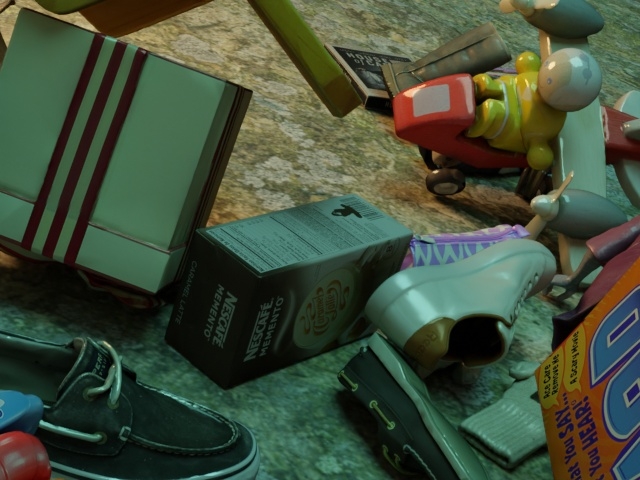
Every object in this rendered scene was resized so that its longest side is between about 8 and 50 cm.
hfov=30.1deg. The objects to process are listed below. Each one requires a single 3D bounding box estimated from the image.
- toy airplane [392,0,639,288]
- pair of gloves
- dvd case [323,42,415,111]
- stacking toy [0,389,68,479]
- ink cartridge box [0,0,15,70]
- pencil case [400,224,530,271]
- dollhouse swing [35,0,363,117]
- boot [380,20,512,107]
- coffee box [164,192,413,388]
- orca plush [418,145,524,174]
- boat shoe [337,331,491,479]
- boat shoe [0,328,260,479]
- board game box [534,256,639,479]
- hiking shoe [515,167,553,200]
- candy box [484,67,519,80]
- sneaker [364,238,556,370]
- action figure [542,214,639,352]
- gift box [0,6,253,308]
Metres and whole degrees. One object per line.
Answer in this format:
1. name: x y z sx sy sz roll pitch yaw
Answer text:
1. toy airplane: 0.348 -0.174 1.687 0.384 0.272 0.386 -41 78 -21
2. pair of gloves: 0.186 0.145 1.309 0.204 0.042 0.240 -8 35 -41
3. dvd case: 0.121 -0.286 2.129 0.179 0.030 0.239 5 30 -24
4. stacking toy: -0.173 0.259 0.783 0.302 0.166 0.175 41 28 13
5. ink cartridge box: -0.479 -0.116 1.193 0.324 0.071 0.330 -18 22 15
6. pencil case: 0.163 0.021 1.487 0.206 0.088 0.086 -3 35 -37
7. dollhouse swing: -0.158 -0.228 1.302 0.315 0.305 0.347 -22 7 0
8. boot: 0.214 -0.265 1.956 0.208 0.076 0.190 -15 51 1
9. coffee box: -0.029 0.047 1.260 0.098 0.141 0.246 36 32 31
10. orca plush: 0.276 -0.174 1.919 0.287 0.102 0.151 0 31 -32
11. boat shoe: 0.088 0.184 1.150 0.081 0.068 0.228 42 8 -41
12. boat shoe: -0.206 0.141 0.990 0.335 0.119 0.121 11 27 -12
13. board game box: 0.435 0.167 0.953 0.356 0.356 0.356 33 24 -11
14. hiking shoe: 0.405 -0.093 1.882 0.114 0.086 0.227 40 42 24
15. candy box: 0.328 -0.257 2.088 0.164 0.070 0.196 5 15 -7
16. sneaker: 0.180 0.082 1.297 0.290 0.106 0.123 -14 54 -43
17. action figure: 0.399 0.028 1.414 0.248 0.276 0.370 20 30 14
18. gift box: -0.213 -0.076 1.273 0.255 0.258 0.276 21 4 7
